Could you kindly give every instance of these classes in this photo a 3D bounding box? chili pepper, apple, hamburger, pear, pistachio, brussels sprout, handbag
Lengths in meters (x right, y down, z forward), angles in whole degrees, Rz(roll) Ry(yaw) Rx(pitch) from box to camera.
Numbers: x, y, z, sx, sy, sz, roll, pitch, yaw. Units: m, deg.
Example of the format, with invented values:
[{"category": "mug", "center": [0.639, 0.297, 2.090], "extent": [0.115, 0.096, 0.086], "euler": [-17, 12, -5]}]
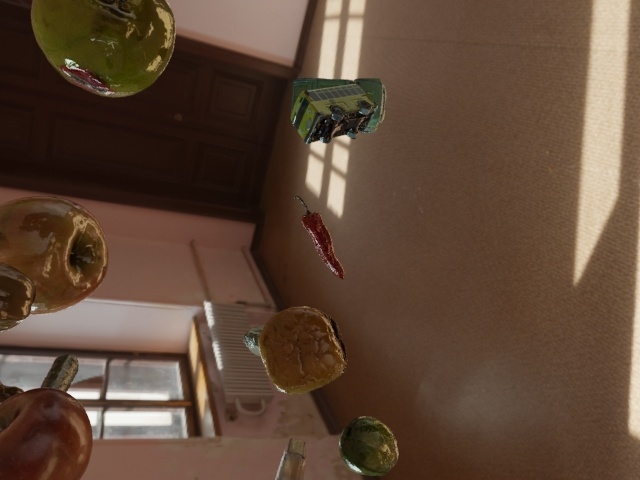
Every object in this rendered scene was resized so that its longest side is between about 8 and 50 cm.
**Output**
[{"category": "chili pepper", "center": [0.000, 0.000, 1.356], "extent": [0.059, 0.268, 0.050], "euler": [-16, 21, 27]}, {"category": "apple", "center": [-0.464, 0.344, 0.835], "extent": [0.162, 0.201, 0.201], "euler": [65, 170, -25]}, {"category": "hamburger", "center": [-0.062, 0.371, 1.796], "extent": [0.158, 0.318, 0.319], "euler": [76, -168, -67]}, {"category": "pear", "center": [-0.479, -0.450, 1.146], "extent": [0.375, 0.287, 0.288], "euler": [-5, 77, 62]}, {"category": "pistachio", "center": [-0.824, 0.123, 1.245], "extent": [0.163, 0.260, 0.212], "euler": [-69, 19, -1]}, {"category": "brussels sprout", "center": [0.122, 0.529, 1.341], "extent": [0.117, 0.155, 0.155], "euler": [-31, 54, 59]}, {"category": "handbag", "center": [-0.092, 0.750, 1.695], "extent": [0.117, 0.095, 0.173], "euler": [-21, -54, -85]}, {"category": "apple", "center": [-0.899, 0.048, 1.652], "extent": [0.391, 0.346, 0.392], "euler": [-3, -90, -79]}]

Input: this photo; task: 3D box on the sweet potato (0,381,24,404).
[{"category": "sweet potato", "center": [-0.918, 0.462, 1.535], "extent": [0.074, 0.269, 0.075], "euler": [-36, 18, 14]}]

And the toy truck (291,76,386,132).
[{"category": "toy truck", "center": [0.055, -0.412, 1.564], "extent": [0.156, 0.278, 0.155], "euler": [-9, -75, -73]}]

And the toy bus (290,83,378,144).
[{"category": "toy bus", "center": [0.025, -0.269, 1.100], "extent": [0.101, 0.174, 0.088], "euler": [54, 139, 20]}]

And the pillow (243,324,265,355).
[{"category": "pillow", "center": [-0.169, 0.387, 2.042], "extent": [0.310, 0.283, 0.139], "euler": [127, 143, -70]}]

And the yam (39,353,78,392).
[{"category": "yam", "center": [-0.745, 0.399, 1.476], "extent": [0.179, 0.078, 0.078], "euler": [-105, 30, -65]}]
